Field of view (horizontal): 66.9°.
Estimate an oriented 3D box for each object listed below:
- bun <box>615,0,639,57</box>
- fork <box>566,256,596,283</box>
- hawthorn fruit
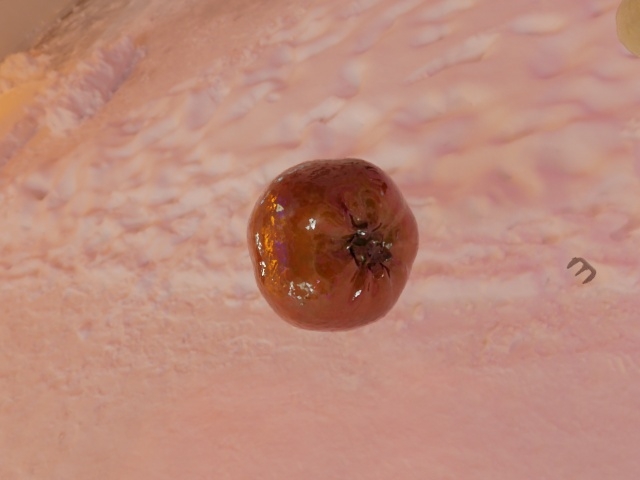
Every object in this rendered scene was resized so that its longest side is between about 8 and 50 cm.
[{"bbox_3d":[0.471,-0.286,0.553,0.229,0.145,0.229,-39,6,5],"label":"bun"},{"bbox_3d":[0.419,0.038,0.763,0.021,0.235,0.039,-45,69,26],"label":"fork"},{"bbox_3d":[0.000,0.000,0.564,0.197,0.197,0.225,-48,23,-15],"label":"hawthorn fruit"}]
